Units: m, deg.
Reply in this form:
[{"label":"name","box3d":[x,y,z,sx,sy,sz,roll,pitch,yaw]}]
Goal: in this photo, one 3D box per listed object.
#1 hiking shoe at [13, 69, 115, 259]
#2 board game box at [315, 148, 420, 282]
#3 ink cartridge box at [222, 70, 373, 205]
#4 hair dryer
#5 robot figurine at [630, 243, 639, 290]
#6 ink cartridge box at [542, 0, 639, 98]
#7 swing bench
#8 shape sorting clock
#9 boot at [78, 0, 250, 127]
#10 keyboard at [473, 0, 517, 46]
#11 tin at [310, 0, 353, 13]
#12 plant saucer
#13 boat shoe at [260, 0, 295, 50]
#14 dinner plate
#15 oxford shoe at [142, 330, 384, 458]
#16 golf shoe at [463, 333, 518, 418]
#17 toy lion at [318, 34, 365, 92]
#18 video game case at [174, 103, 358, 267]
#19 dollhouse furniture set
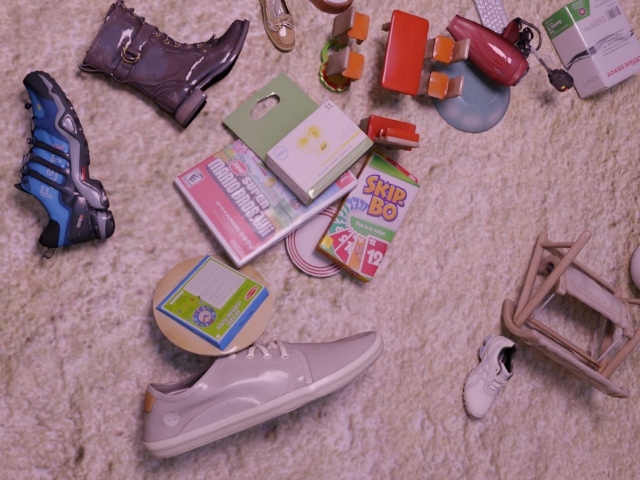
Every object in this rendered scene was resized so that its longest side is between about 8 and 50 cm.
[{"label":"hiking shoe","box3d":[-0.448,-0.133,0.986,0.132,0.113,0.304,-20,90,-19]},{"label":"board game box","box3d":[0.103,-0.057,1.181,0.124,0.039,0.259,35,66,-12]},{"label":"ink cartridge box","box3d":[-0.043,-0.204,1.116,0.235,0.056,0.171,46,72,3]},{"label":"hair dryer","box3d":[0.390,-0.412,1.279,0.293,0.080,0.224,9,47,-29]},{"label":"robot figurine","box3d":[0.836,0.082,1.330,0.278,0.209,0.174,24,117,-14]},{"label":"ink cartridge box","box3d":[0.635,-0.455,1.374,0.153,0.087,0.208,-28,92,-18]},{"label":"swing bench","box3d":[0.541,0.150,1.243,0.253,0.165,0.255,33,81,-12]},{"label":"shape sorting clock","box3d":[-0.186,0.110,1.042,0.206,0.040,0.206,5,48,-5]},{"label":"boot","box3d":[-0.276,-0.357,1.078,0.229,0.091,0.263,36,77,-11]},{"label":"keyboard","box3d":[0.385,-0.518,1.342,0.072,0.014,0.256,-20,90,-18]},{"label":"tin","box3d":[-0.005,-0.550,1.214,0.189,0.040,0.106,44,78,-8]},{"label":"plant saucer","box3d":[0.332,-0.333,1.286,0.194,0.037,0.195,1,86,-13]},{"label":"boat shoe","box3d":[-0.084,-0.451,1.170,0.056,0.048,0.153,-13,88,-18]},{"label":"dinner plate","box3d":[0.000,0.000,1.162,0.141,0.017,0.141,2,83,-16]},{"label":"oxford shoe","box3d":[-0.098,0.232,1.034,0.449,0.169,0.130,-18,88,-13]},{"label":"golf shoe","box3d":[0.346,0.276,1.205,0.069,0.086,0.176,23,79,-16]},{"label":"toy lion","box3d":[0.035,-0.355,1.208,0.096,0.034,0.100,-33,94,-10]},{"label":"video game case","box3d":[-0.098,-0.108,1.119,0.285,0.025,0.204,-36,82,-18]},{"label":"dollhouse furniture set","box3d":[0.154,-0.309,1.156,0.262,0.135,0.259,8,93,-20]}]
